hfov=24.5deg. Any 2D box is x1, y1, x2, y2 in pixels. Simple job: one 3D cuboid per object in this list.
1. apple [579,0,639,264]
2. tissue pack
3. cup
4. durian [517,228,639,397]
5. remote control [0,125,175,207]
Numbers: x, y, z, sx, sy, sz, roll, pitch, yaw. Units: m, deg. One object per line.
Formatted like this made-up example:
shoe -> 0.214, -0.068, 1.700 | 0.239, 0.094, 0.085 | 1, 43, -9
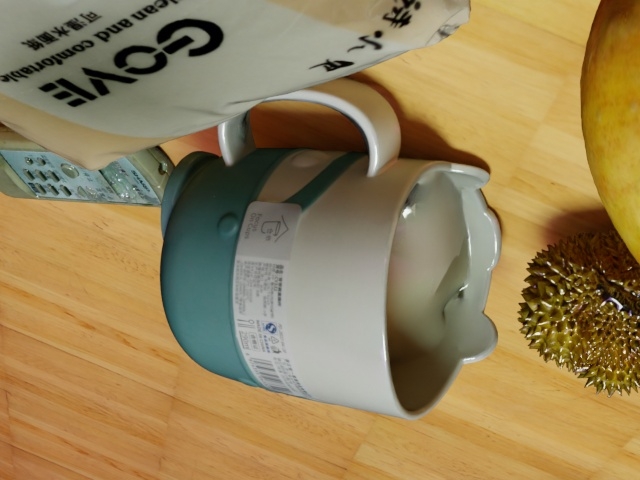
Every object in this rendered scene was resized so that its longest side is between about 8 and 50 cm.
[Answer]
apple -> 0.296, -0.074, 0.822 | 0.299, 0.299, 0.275 | 15, -167, 16
tissue pack -> -0.143, -0.197, 0.985 | 0.375, 0.195, 0.390 | -12, 154, 38
cup -> 0.000, 0.000, 1.259 | 0.258, 0.219, 0.289 | 8, 118, 28
durian -> 0.244, 0.057, 1.236 | 0.158, 0.137, 0.168 | -3, 157, 5
remote control -> -0.251, -0.075, 1.473 | 0.233, 0.038, 0.098 | 4, 147, 31
